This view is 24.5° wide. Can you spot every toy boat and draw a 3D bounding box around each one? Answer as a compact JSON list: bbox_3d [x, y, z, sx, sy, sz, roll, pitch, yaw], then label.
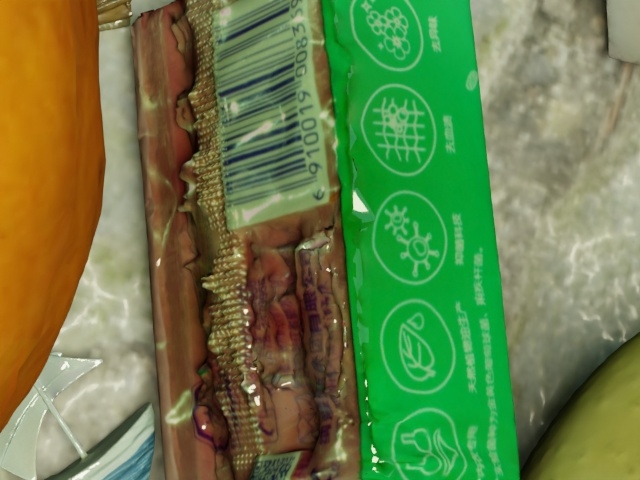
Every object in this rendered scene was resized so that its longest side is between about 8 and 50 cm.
[{"bbox_3d":[-0.146,0.086,0.671,0.149,0.034,0.105,38,72,-12],"label":"toy boat"}]

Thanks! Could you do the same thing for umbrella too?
[{"bbox_3d":[-0.121,-0.109,0.710,0.083,0.020,0.031,-31,134,-19],"label":"umbrella"}]

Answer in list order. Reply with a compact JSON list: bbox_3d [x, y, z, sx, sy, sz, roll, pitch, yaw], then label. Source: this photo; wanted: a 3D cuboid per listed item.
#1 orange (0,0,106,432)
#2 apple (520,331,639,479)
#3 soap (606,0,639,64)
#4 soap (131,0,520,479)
[{"bbox_3d":[-0.284,-0.046,0.487,0.424,0.326,0.423,-4,97,-35],"label":"orange"},{"bbox_3d":[0.227,0.207,0.628,0.357,0.357,0.357,2,84,-19],"label":"apple"},{"bbox_3d":[0.258,-0.249,0.780,0.159,0.257,0.302,12,47,23],"label":"soap"},{"bbox_3d":[-0.002,0.000,0.646,0.098,0.218,0.273,0,80,-35],"label":"soap"}]
